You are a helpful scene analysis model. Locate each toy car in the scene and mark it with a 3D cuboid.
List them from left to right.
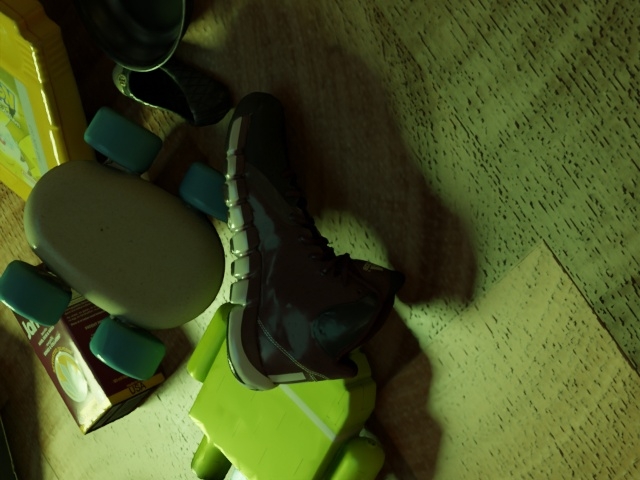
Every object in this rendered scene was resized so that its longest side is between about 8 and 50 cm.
[{"bbox_3d":[-0.194,-0.002,1.700,0.210,0.238,0.219,30,93,-2],"label":"toy car"}]

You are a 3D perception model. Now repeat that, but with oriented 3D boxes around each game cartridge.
[{"bbox_3d":[-0.357,-0.176,1.799,0.285,0.053,0.323,36,152,32],"label":"game cartridge"}]

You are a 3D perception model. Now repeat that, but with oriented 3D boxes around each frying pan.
[{"bbox_3d":[-0.182,-0.321,1.582,0.197,0.053,0.326,33,130,36],"label":"frying pan"}]

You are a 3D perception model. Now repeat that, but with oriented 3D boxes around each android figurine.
[{"bbox_3d":[-0.037,0.164,1.636,0.248,0.056,0.273,42,122,27],"label":"android figurine"}]

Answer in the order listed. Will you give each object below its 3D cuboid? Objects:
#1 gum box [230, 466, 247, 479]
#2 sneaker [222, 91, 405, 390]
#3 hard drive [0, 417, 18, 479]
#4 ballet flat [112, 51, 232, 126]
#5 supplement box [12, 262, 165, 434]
[{"bbox_3d":[-0.021,0.297,1.731,0.184,0.041,0.157,45,137,26],"label":"gum box"},{"bbox_3d":[0.000,0.000,1.522,0.162,0.106,0.281,-1,91,19],"label":"sneaker"},{"bbox_3d":[-0.511,0.291,2.262,0.237,0.064,0.339,23,134,39],"label":"hard drive"},{"bbox_3d":[-0.158,-0.154,1.644,0.173,0.049,0.057,20,123,43],"label":"ballet flat"},{"bbox_3d":[-0.275,0.116,1.905,0.188,0.081,0.104,58,142,10],"label":"supplement box"}]
